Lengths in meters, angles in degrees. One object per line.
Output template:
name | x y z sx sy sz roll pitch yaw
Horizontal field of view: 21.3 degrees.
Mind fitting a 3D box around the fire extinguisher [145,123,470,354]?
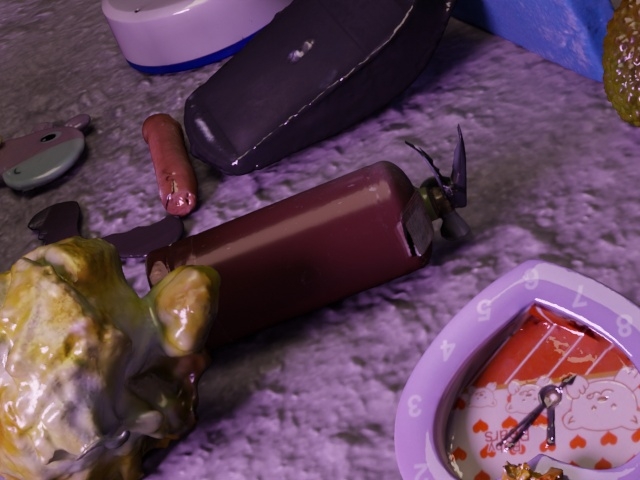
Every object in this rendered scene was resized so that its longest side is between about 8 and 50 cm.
fire extinguisher | 0.000 0.000 1.339 0.269 0.104 0.105 -21 31 7

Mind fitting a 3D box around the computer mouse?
computer mouse | 0.006 -0.158 1.606 0.295 0.087 0.168 -38 37 4

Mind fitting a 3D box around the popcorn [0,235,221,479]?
popcorn | -0.163 0.089 1.246 0.213 0.198 0.198 -18 31 2

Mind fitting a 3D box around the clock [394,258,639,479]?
clock | 0.147 0.099 1.084 0.198 0.064 0.172 -10 66 23

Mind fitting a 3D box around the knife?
knife | -0.425 -0.066 1.817 0.399 0.038 0.132 -13 30 21

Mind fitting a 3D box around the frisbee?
frisbee | -0.243 0.025 1.569 0.187 0.012 0.211 -43 35 -26

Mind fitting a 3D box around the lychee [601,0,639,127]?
lychee | 0.282 -0.154 1.362 0.114 0.114 0.146 12 58 46

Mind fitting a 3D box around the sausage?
sausage | -0.144 -0.079 1.629 0.043 0.043 0.186 -25 31 1

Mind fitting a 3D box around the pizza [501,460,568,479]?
pizza | 0.142 0.164 1.011 0.078 0.025 0.083 -21 68 20

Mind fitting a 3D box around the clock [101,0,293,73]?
clock | -0.126 -0.278 1.888 0.230 0.083 0.230 -16 32 11

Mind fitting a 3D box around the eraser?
eraser | 0.165 -0.243 1.557 0.043 0.144 0.312 -37 32 -9
